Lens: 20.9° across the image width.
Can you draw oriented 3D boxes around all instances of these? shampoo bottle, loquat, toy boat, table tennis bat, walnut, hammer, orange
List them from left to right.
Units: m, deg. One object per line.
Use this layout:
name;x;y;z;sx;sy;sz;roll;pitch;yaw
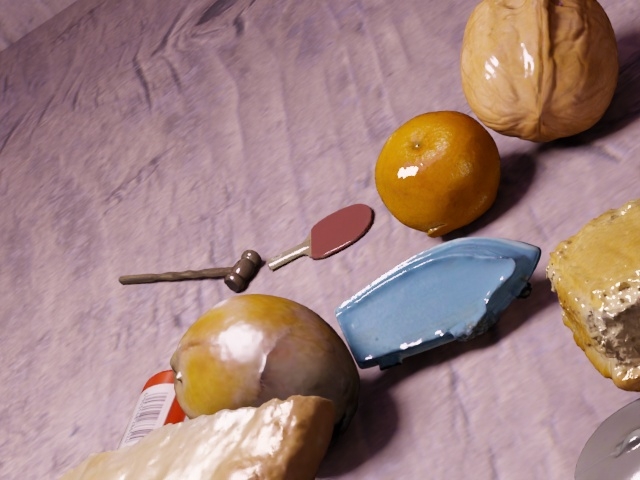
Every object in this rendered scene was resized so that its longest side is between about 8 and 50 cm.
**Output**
shampoo bottle;-0.188;0.273;1.924;0.104;0.104;0.278;-20;31;29
hammer;-0.190;0.049;2.374;0.292;0.029;0.058;-6;38;48
loquat;-0.058;0.149;1.887;0.227;0.179;0.179;3;46;41
table tennis bat;0.000;0.000;2.241;0.156;0.013;0.087;-26;31;16
orange;0.144;-0.079;2.082;0.154;0.134;0.155;-14;55;21
toy boat;0.135;0.062;1.904;0.238;0.109;0.098;-26;-5;20
walnut;0.262;-0.216;2.088;0.193;0.193;0.226;-21;27;27

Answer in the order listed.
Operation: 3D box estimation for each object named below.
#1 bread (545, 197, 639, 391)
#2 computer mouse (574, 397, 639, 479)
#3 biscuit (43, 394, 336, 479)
bread;0.314;0.048;1.666;0.174;0.121;0.245;-40;20;3
computer mouse;0.361;0.162;1.479;0.331;0.095;0.197;-21;26;27
biscuit;-0.211;0.355;1.642;0.429;0.104;0.446;-13;45;45
